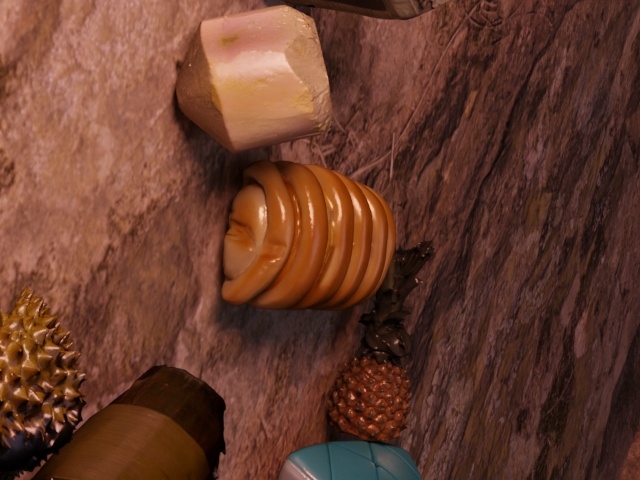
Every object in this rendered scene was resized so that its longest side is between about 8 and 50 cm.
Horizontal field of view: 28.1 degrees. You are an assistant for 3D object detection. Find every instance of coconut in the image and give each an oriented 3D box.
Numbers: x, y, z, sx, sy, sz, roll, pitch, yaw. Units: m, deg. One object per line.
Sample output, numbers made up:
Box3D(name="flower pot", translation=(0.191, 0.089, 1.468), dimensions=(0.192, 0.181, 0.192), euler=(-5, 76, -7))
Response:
Box3D(name="coconut", translation=(-0.071, -0.161, 1.302), dimensions=(0.147, 0.153, 0.147), euler=(170, -90, -89))

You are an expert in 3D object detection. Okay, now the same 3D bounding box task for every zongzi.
Box3D(name="zongzi", translation=(-0.217, 0.306, 1.258), dimensions=(0.289, 0.154, 0.317), euler=(-46, 165, -56))

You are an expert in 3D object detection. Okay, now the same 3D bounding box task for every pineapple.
Box3D(name="pineapple", translation=(0.081, 0.125, 1.707), dimensions=(0.130, 0.119, 0.277), euler=(5, 96, -68))

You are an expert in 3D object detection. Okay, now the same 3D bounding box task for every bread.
Box3D(name="bread", translation=(0.000, 0.000, 1.512), dimensions=(0.311, 0.121, 0.172), euler=(6, 94, -63))

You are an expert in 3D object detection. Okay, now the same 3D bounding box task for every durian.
Box3D(name="durian", translation=(-0.280, 0.147, 1.034), dimensions=(0.193, 0.138, 0.237), euler=(4, 98, -62))

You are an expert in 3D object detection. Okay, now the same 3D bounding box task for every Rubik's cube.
Box3D(name="Rubik's cube", translation=(0.046, 0.353, 1.613), dimensions=(0.254, 0.254, 0.254), euler=(-31, 127, -54))

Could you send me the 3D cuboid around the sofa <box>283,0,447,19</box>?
Box3D(name="sofa", translation=(0.024, -0.355, 1.313), dimensions=(0.176, 0.225, 0.210), euler=(-64, 146, -18))
